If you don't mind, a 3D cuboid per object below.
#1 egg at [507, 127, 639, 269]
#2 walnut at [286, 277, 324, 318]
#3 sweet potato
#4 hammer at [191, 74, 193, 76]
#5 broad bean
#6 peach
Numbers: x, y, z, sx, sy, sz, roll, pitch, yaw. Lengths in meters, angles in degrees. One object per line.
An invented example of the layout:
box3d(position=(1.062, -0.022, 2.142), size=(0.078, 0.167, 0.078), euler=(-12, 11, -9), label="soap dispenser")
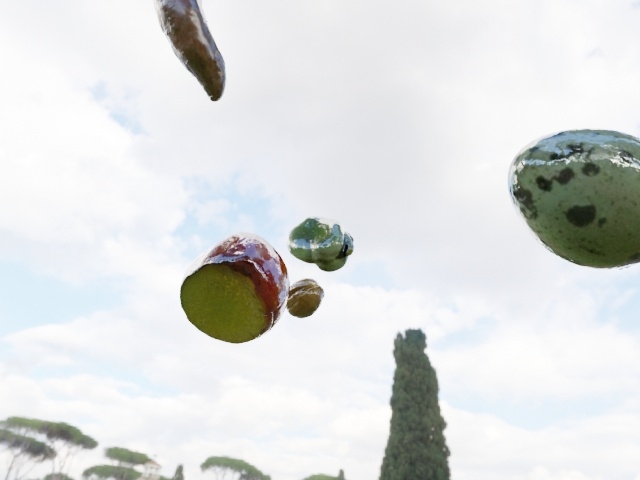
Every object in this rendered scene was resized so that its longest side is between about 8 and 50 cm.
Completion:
box3d(position=(0.341, -0.057, 0.718), size=(0.228, 0.177, 0.177), euler=(20, -35, -14), label="egg")
box3d(position=(-0.042, 0.153, 1.508), size=(0.105, 0.105, 0.124), euler=(31, -50, -32), label="walnut")
box3d(position=(-0.229, -0.371, 0.961), size=(0.098, 0.291, 0.097), euler=(-15, -14, -4), label="sweet potato")
box3d(position=(-0.295, -0.439, 1.369), size=(0.031, 0.052, 0.083), euler=(13, -66, -37), label="hammer")
box3d(position=(0.000, 0.000, 1.545), size=(0.228, 0.169, 0.100), euler=(19, -42, 36), label="broad bean")
box3d(position=(-0.189, 0.096, 1.307), size=(0.249, 0.245, 0.274), euler=(17, -35, -20), label="peach")
